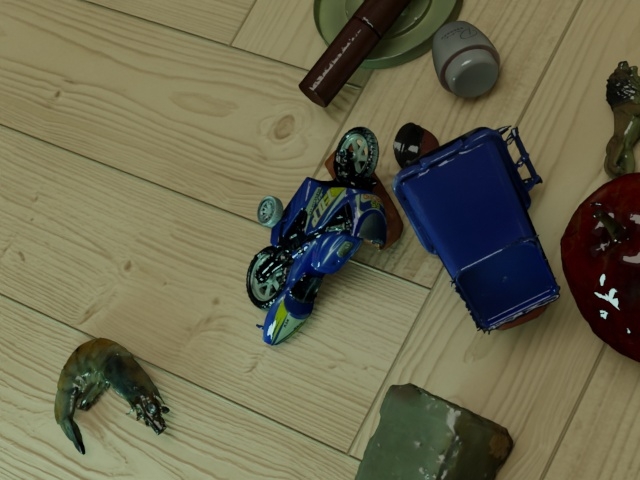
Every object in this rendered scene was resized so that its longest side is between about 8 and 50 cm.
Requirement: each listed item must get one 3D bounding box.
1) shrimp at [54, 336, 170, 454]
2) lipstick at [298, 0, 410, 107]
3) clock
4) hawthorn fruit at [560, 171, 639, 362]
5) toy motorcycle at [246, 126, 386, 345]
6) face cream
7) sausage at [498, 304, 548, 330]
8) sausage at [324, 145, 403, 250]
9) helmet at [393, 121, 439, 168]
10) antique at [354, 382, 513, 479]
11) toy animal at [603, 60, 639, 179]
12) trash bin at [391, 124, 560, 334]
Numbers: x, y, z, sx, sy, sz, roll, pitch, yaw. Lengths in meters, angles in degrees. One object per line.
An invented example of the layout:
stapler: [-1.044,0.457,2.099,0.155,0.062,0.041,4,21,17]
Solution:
shrimp: [-0.301,0.230,2.044,0.150,0.051,0.217,-50,51,-3]
lipstick: [0.095,-0.346,2.120,0.057,0.057,0.356,32,80,31]
clock: [0.101,-0.365,2.176,0.235,0.029,0.235,-9,63,18]
hawthorn fruit: [0.386,0.015,1.732,0.210,0.266,0.230,-30,49,13]
toy motorcycle: [0.000,0.000,1.962,0.315,0.113,0.169,-55,44,23]
face cream: [0.203,-0.256,2.047,0.091,0.091,0.095,-27,50,8]
sausage: [0.254,0.080,1.882,0.094,0.054,0.059,-27,53,8]
sausage: [0.066,-0.054,2.020,0.065,0.065,0.169,-32,59,5]
helmet: [0.140,-0.127,2.033,0.065,0.049,0.084,-66,26,23]
antique: [0.109,0.329,1.786,0.125,0.150,0.284,22,84,33]
toy animal: [0.415,-0.138,1.920,0.086,0.069,0.220,-14,54,40]
trash bin: [0.214,-0.018,1.851,0.184,0.162,0.234,-27,39,7]
